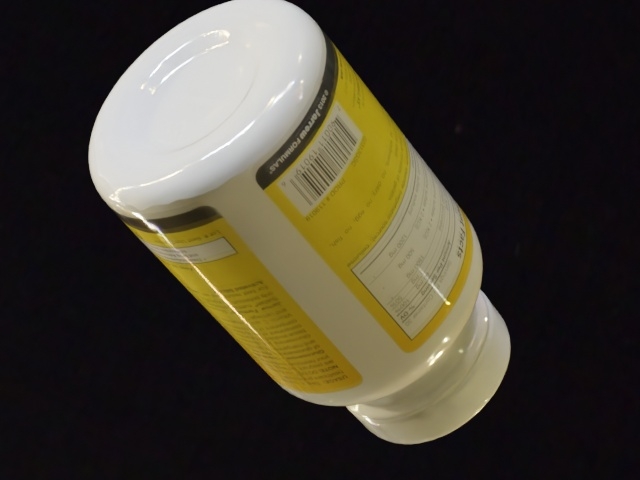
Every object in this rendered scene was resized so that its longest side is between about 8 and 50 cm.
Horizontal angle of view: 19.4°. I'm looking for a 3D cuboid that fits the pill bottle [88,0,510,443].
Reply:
[{"bbox_3d":[0.000,0.000,0.737,0.103,0.103,0.184,-20,-49,24],"label":"pill bottle"}]
